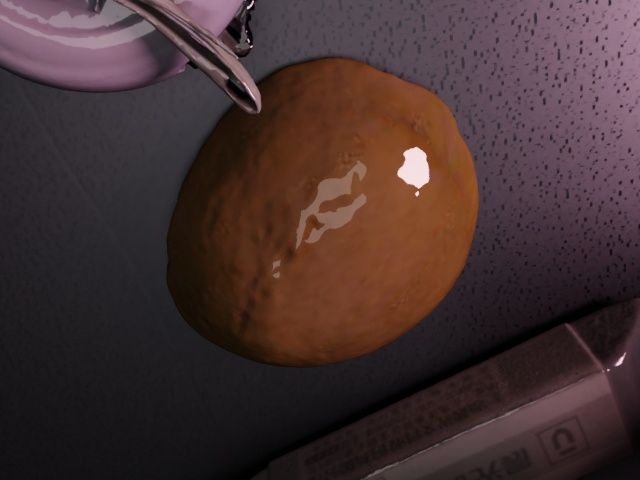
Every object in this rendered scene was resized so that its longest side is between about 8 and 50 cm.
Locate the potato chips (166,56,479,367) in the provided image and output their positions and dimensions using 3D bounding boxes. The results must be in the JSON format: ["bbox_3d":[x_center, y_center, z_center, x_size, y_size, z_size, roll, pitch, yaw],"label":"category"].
[{"bbox_3d":[0.001,0.000,0.419,0.208,0.062,0.195,-25,113,2],"label":"potato chips"}]

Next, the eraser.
[{"bbox_3d":[0.086,0.151,0.484,0.352,0.061,0.089,-27,114,6],"label":"eraser"}]

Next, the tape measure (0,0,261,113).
[{"bbox_3d":[-0.104,-0.156,0.323,0.196,0.105,0.178,9,111,-10],"label":"tape measure"}]
